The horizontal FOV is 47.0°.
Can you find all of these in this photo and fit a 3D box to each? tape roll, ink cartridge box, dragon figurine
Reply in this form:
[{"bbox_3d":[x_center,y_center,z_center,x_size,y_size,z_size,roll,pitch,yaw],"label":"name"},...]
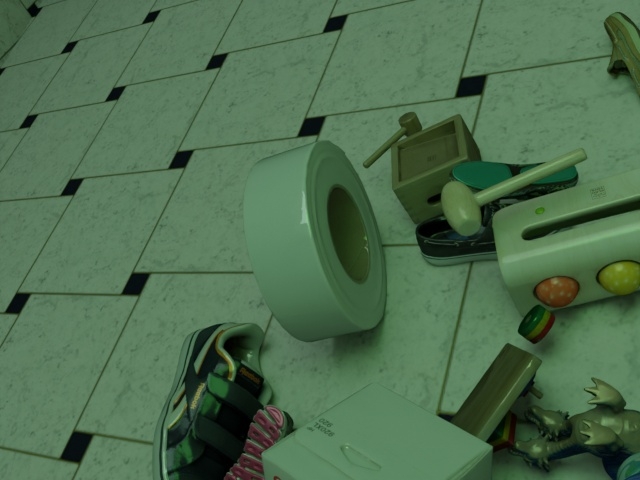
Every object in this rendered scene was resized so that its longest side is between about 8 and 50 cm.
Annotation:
[{"bbox_3d":[0.000,0.000,1.076,0.100,0.286,0.286,-15,47,23],"label":"tape roll"},{"bbox_3d":[0.064,0.308,0.771,0.168,0.233,0.171,-25,31,-38],"label":"ink cartridge box"},{"bbox_3d":[0.352,0.219,0.795,0.289,0.144,0.085,5,63,19],"label":"dragon figurine"}]

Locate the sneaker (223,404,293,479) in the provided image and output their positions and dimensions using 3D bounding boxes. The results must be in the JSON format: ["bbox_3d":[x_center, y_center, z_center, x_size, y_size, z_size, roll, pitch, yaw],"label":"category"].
[{"bbox_3d":[-0.081,0.311,1.030,0.063,0.074,0.171,21,89,24],"label":"sneaker"}]

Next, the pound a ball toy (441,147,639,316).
[{"bbox_3d":[0.334,-0.007,0.919,0.319,0.208,0.136,-17,46,20],"label":"pound a ball toy"}]

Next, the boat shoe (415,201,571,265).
[{"bbox_3d":[0.248,-0.022,1.084,0.228,0.076,0.080,-9,50,27],"label":"boat shoe"}]

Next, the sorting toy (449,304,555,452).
[{"bbox_3d":[0.214,0.203,0.883,0.046,0.132,0.275,36,89,2],"label":"sorting toy"}]

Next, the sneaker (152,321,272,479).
[{"bbox_3d":[-0.152,0.250,1.076,0.127,0.126,0.321,-22,43,24],"label":"sneaker"}]

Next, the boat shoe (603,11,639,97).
[{"bbox_3d":[0.488,-0.293,1.172,0.072,0.068,0.190,-34,42,21],"label":"boat shoe"}]

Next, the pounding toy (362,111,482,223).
[{"bbox_3d":[0.170,-0.127,1.222,0.181,0.094,0.206,-23,35,22],"label":"pounding toy"}]

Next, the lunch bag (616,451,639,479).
[{"bbox_3d":[0.366,0.295,0.657,0.176,0.090,0.219,-15,84,20],"label":"lunch bag"}]

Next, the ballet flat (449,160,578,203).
[{"bbox_3d":[0.282,-0.079,1.086,0.188,0.070,0.070,1,51,3],"label":"ballet flat"}]
